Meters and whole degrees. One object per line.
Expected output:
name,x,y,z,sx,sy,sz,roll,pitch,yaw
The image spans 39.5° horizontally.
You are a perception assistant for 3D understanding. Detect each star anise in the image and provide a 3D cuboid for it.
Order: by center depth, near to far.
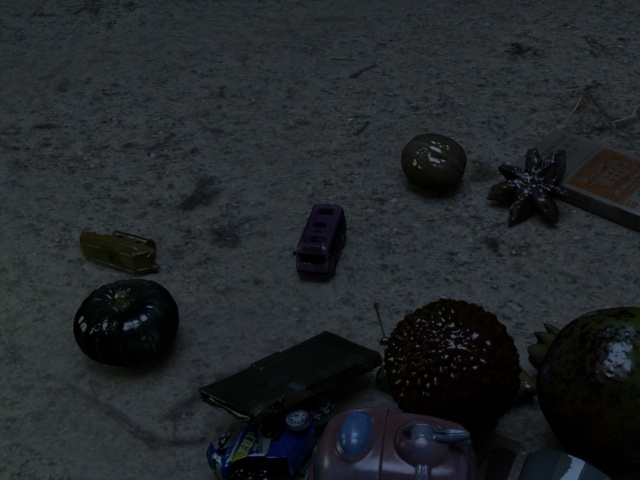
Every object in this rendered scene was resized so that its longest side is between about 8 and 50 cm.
star anise,0.481,-0.126,2.068,0.197,0.073,0.212,-13,58,19

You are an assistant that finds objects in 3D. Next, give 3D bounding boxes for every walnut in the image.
walnut,0.273,-0.188,2.154,0.140,0.140,0.162,-36,37,-31

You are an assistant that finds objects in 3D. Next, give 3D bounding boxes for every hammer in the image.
hammer,0.124,0.169,1.834,0.029,0.014,0.123,-2,36,-8

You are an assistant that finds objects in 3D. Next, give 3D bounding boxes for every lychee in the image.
lychee,0.223,0.209,1.496,0.236,0.271,0.235,2,66,-4

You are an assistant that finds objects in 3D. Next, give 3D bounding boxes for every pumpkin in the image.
pumpkin,-0.391,0.162,1.801,0.212,0.152,0.211,-13,27,7

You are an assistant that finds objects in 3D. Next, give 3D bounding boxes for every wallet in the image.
wallet,-0.049,0.250,1.633,0.317,0.044,0.169,-19,22,-39

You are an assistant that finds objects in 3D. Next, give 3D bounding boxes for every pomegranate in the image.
pomegranate,0.475,0.238,1.528,0.285,0.284,0.341,-22,18,-18

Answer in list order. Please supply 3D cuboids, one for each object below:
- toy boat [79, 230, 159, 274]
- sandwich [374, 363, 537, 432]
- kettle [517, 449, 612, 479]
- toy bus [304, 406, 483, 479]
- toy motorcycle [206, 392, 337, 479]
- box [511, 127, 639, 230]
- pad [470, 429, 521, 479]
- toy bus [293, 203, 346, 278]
toy boat,-0.463,0.018,2.060,0.226,0.068,0.088,14,38,27
sandwich,0.256,0.271,1.649,0.245,0.063,0.212,-20,41,-16
kettle,0.361,0.478,1.346,0.211,0.160,0.243,35,56,3
toy bus,0.112,0.368,1.410,0.294,0.231,0.197,3,41,11
toy motorcycle,-0.092,0.352,1.569,0.169,0.113,0.315,6,31,28
box,0.661,-0.149,2.113,0.365,0.051,0.205,28,51,35
pad,0.185,0.429,1.513,0.220,0.004,0.330,15,44,24
toy bus,0.000,0.000,1.988,0.087,0.098,0.178,5,41,13
